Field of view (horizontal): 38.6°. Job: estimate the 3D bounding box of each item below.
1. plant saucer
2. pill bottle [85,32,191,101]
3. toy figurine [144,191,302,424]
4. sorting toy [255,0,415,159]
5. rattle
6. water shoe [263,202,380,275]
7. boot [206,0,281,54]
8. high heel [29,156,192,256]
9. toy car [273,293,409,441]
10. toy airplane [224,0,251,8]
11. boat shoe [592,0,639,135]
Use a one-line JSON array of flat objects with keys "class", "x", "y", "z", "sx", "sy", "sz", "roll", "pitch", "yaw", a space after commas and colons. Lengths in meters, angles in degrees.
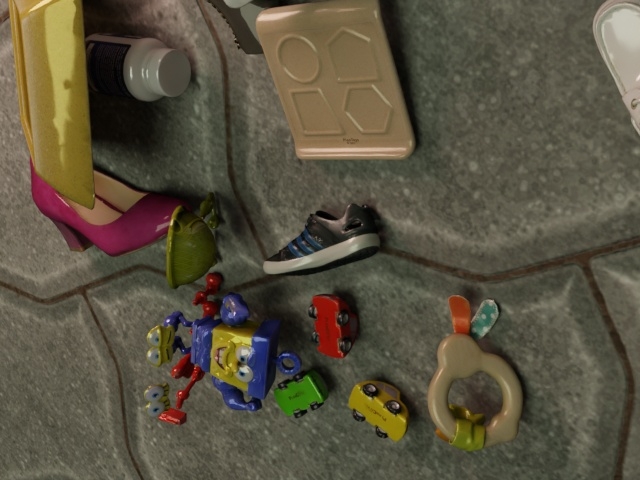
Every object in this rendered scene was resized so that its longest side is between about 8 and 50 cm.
[{"class": "plant saucer", "x": -0.413, "y": -0.252, "z": 1.376, "sx": 0.332, "sy": 0.081, "sz": 0.332, "roll": -129, "pitch": 37, "yaw": -56}, {"class": "pill bottle", "x": -0.279, "y": -0.258, "z": 1.367, "sx": 0.169, "sy": 0.094, "sz": 0.094, "roll": 14, "pitch": 118, "yaw": 34}, {"class": "toy figurine", "x": -0.119, "y": 0.127, "z": 1.378, "sx": 0.217, "sy": 0.191, "sz": 0.362, "roll": 15, "pitch": 112, "yaw": 17}, {"class": "sorting toy", "x": 0.022, "y": -0.205, "z": 1.175, "sx": 0.193, "sy": 0.038, "sz": 0.208, "roll": 4, "pitch": 120, "yaw": 37}, {"class": "rattle", "x": 0.196, "y": 0.174, "z": 1.227, "sx": 0.130, "sy": 0.143, "sz": 0.199, "roll": -16, "pitch": 83, "yaw": 10}, {"class": "water shoe", "x": 0.000, "y": 0.000, "z": 1.291, "sx": 0.203, "sy": 0.073, "sz": 0.080, "roll": -16, "pitch": 78, "yaw": 38}, {"class": "boot", "x": -0.134, "y": -0.317, "z": 1.244, "sx": 0.198, "sy": 0.077, "sz": 0.137, "roll": 12, "pitch": 122, "yaw": 36}, {"class": "high heel", "x": -0.357, "y": -0.074, "z": 1.483, "sx": 0.377, "sy": 0.127, "sz": 0.181, "roll": -6, "pitch": 116, "yaw": 44}, {"class": "toy car", "x": 0.015, "y": 0.205, "z": 1.369, "sx": 0.225, "sy": 0.053, "sz": 0.239, "roll": -31, "pitch": 88, "yaw": 43}, {"class": "toy airplane", "x": -0.126, "y": -0.454, "z": 1.024, "sx": 0.385, "sy": 0.272, "sz": 0.386, "roll": 16, "pitch": 100, "yaw": 8}, {"class": "boat shoe", "x": 0.362, "y": -0.129, "z": 0.911, "sx": 0.277, "sy": 0.096, "sz": 0.098, "roll": 55, "pitch": 133, "yaw": 5}]
